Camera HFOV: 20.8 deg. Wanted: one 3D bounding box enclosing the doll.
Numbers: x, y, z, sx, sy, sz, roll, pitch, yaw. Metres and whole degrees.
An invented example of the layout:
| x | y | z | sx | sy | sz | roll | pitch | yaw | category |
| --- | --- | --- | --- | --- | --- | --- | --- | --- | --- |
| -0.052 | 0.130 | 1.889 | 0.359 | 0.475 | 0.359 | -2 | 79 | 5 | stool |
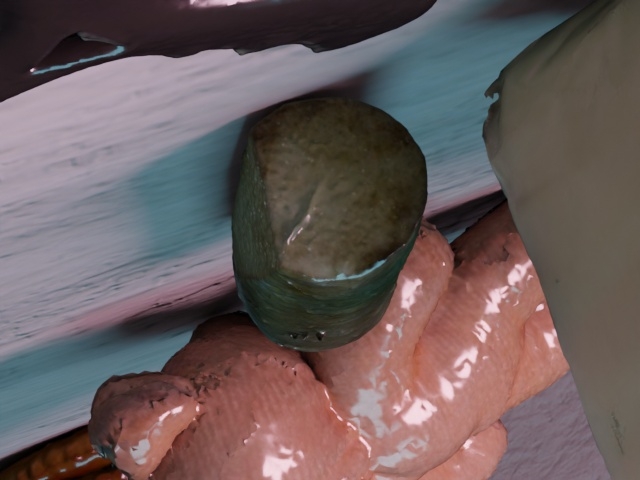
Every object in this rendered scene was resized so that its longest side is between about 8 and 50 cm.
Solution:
| x | y | z | sx | sy | sz | roll | pitch | yaw | category |
| --- | --- | --- | --- | --- | --- | --- | --- | --- | --- |
| 0.022 | 0.060 | 0.896 | 0.303 | 0.156 | 0.201 | -36 | 133 | -18 | doll |

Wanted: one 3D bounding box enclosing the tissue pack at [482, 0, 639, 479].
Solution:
| x | y | z | sx | sy | sz | roll | pitch | yaw | category |
| --- | --- | --- | --- | --- | --- | --- | --- | --- | --- |
| 0.282 | -0.052 | 0.504 | 0.297 | 0.207 | 0.380 | -9 | 165 | -44 | tissue pack |

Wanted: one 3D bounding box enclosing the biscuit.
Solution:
| x | y | z | sx | sy | sz | roll | pitch | yaw | category |
| --- | --- | --- | --- | --- | --- | --- | --- | --- | --- |
| -0.145 | 0.171 | 1.256 | 0.220 | 0.066 | 0.220 | -21 | 170 | -4 | biscuit |

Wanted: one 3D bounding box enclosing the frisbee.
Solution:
| x | y | z | sx | sy | sz | roll | pitch | yaw | category |
| --- | --- | --- | --- | --- | --- | --- | --- | --- | --- |
| -0.071 | -0.041 | 0.429 | 0.187 | 0.012 | 0.211 | -24 | 170 | 25 | frisbee |

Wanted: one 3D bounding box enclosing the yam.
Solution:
| x | y | z | sx | sy | sz | roll | pitch | yaw | category |
| --- | --- | --- | --- | --- | --- | --- | --- | --- | --- |
| 0.000 | 0.000 | 0.631 | 0.068 | 0.068 | 0.169 | -20 | 170 | -4 | yam |
